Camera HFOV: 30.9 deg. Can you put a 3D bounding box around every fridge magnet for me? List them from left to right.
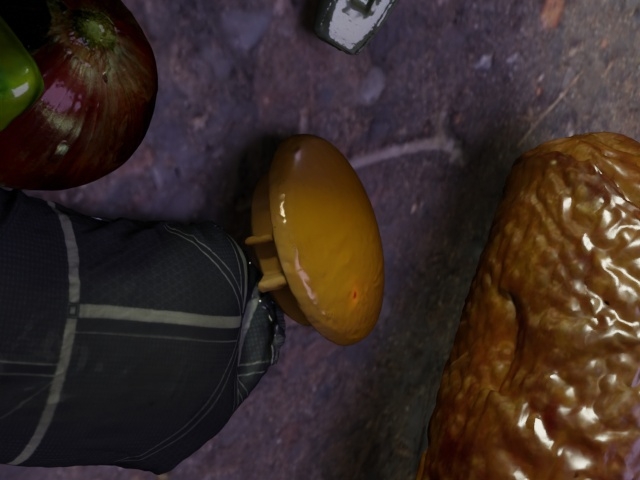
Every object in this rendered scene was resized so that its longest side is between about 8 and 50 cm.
[{"bbox_3d":[0.000,0.000,0.762,0.143,0.063,0.143,46,36,-48],"label":"fridge magnet"}]

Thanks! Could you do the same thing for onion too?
[{"bbox_3d":[-0.137,-0.079,0.585,0.118,0.119,0.117,36,61,-47],"label":"onion"}]

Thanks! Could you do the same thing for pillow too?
[{"bbox_3d":[-0.148,0.047,0.646,0.335,0.093,0.161,17,87,-47],"label":"pillow"}]

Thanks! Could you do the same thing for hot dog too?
[{"bbox_3d":[0.186,0.110,0.892,0.174,0.267,0.387,19,84,-8],"label":"hot dog"}]

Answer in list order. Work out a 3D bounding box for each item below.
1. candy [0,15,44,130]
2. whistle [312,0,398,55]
[{"bbox_3d":[-0.254,-0.039,0.494,0.246,0.149,0.069,-42,170,-21],"label":"candy"},{"bbox_3d":[0.065,-0.230,0.743,0.114,0.077,0.235,27,92,-28],"label":"whistle"}]
